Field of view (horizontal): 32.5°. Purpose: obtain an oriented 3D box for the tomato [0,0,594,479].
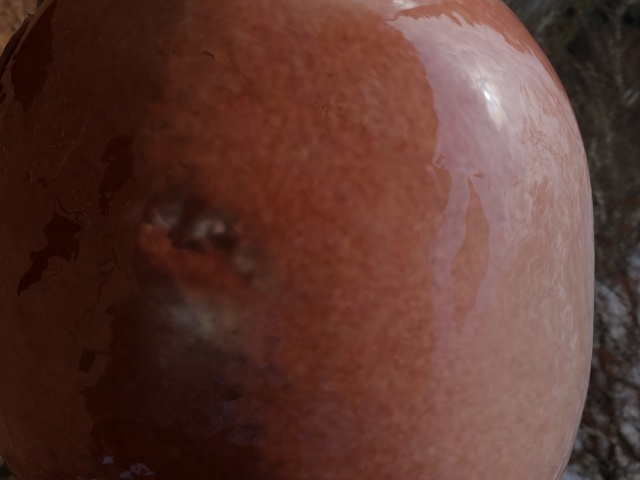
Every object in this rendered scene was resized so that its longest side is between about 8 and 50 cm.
[{"bbox_3d":[0.000,0.000,0.530,0.341,0.272,0.342,11,90,-80],"label":"tomato"}]
